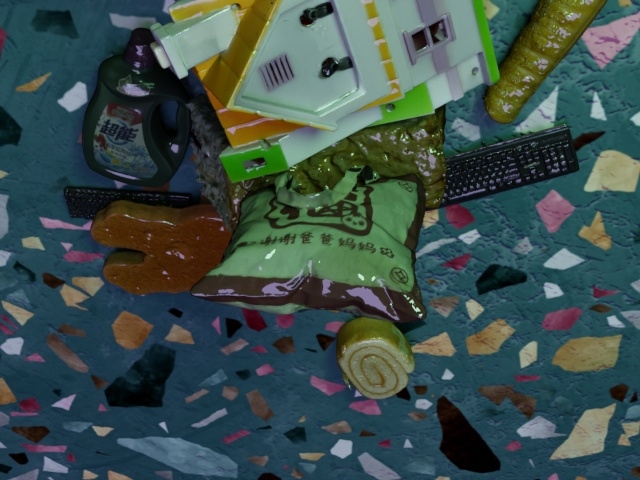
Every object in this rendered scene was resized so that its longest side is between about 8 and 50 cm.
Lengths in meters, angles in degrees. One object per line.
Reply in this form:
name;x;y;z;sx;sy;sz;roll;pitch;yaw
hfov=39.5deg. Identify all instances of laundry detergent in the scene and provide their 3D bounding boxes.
laundry detergent;-0.240;-0.181;1.203;0.144;0.078;0.221;16;127;-9

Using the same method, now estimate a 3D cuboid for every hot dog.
hot dog;0.287;-0.263;1.077;0.068;0.083;0.289;37;126;2

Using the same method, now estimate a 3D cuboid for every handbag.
handbag;0.000;0.000;0.882;0.213;0.235;0.127;0;122;8

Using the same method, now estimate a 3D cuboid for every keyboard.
keyboard;0.240;-0.100;1.246;0.230;0.025;0.093;-15;128;18
keyboard;-0.291;-0.051;1.350;0.195;0.018;0.060;3;132;4

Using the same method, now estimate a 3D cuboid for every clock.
clock;-0.007;-0.211;0.890;0.309;0.166;0.235;-29;127;-9

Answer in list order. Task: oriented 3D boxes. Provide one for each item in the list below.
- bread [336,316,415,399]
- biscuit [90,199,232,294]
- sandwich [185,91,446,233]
bread;0.093;0.196;1.471;0.122;0.073;0.149;-24;123;21
biscuit;-0.182;0.017;1.366;0.334;0.047;0.202;3;138;8
sandwich;-0.008;-0.131;1.096;0.325;0.262;0.131;-6;122;11
